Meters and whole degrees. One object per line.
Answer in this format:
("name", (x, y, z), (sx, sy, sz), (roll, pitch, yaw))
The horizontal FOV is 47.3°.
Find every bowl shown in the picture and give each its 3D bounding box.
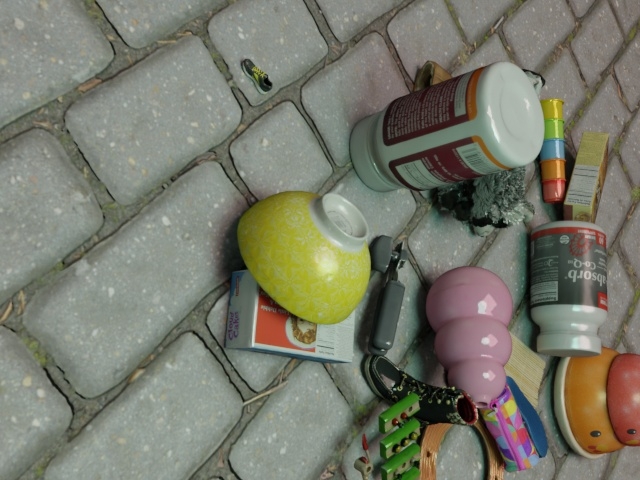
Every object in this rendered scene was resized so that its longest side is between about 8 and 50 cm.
("bowl", (0.000, 0.000, 1.404), (0.289, 0.156, 0.289), (30, 33, -23))

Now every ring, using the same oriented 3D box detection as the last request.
("ring", (0.340, 0.552, 1.783), (0.337, 0.032, 0.336), (9, 76, -41))

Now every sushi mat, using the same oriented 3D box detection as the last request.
("sushi mat", (0.523, 0.333, 2.007), (0.316, 0.019, 0.151), (38, 57, -32))

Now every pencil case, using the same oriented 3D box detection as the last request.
("pencil case", (0.463, 0.466, 1.828), (0.104, 0.104, 0.236), (-41, 109, -40))

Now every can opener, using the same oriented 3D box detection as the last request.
("can opener", (0.137, 0.117, 1.651), (0.095, 0.076, 0.283), (19, 58, -4))

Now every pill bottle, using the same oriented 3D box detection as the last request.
("pill bottle", (0.268, -0.233, 1.621), (0.224, 0.392, 0.224), (10, 76, -42))
("pill bottle", (0.707, 0.141, 2.087), (0.210, 0.210, 0.362), (18, 70, -40))

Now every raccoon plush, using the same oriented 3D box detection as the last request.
("raccoon plush", (0.498, -0.189, 1.850), (0.299, 0.446, 0.216), (-3, 51, -45))

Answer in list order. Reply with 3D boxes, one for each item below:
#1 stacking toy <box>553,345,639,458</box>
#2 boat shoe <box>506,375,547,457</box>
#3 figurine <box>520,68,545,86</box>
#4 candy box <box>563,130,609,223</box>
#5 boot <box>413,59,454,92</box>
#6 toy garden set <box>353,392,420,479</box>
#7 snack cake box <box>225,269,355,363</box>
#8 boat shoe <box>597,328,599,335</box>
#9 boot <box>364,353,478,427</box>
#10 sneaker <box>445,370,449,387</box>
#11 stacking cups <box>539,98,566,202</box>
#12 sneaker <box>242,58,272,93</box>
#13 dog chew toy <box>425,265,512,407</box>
("stacking toy", (0.939, 0.446, 2.057), (0.351, 0.480, 0.350), (11, 74, -41))
("boat shoe", (0.513, 0.463, 1.930), (0.258, 0.089, 0.109), (61, 35, -9))
("figurine", (0.525, -0.331, 2.033), (0.092, 0.215, 0.209), (23, 66, 6))
("candy box", (0.842, -0.170, 2.316), (0.316, 0.088, 0.183), (-65, 151, -31))
("boot", (0.375, -0.408, 1.970), (0.270, 0.089, 0.236), (27, 64, -35))
("toy garden set", (0.148, 0.475, 1.542), (0.204, 0.049, 0.244), (-24, 121, -36))
("snack cake box", (-0.053, 0.155, 1.451), (0.264, 0.089, 0.152), (17, 71, -40))
("boat shoe", (0.831, 0.221, 2.294), (0.060, 0.064, 0.178), (-48, 120, -44))
("boot", (0.222, 0.329, 1.613), (0.236, 0.179, 0.085), (51, 52, -23))
("sneaker", (0.377, 0.306, 1.852), (0.170, 0.051, 0.089), (-14, 87, -35))
("stacking cups", (0.709, -0.274, 2.265), (0.096, 0.096, 0.316), (8, 80, -42))
("sneaker", (-0.127, -0.345, 1.518), (0.083, 0.035, 0.031), (52, 51, -23))
("dog chew toy", (0.355, 0.227, 1.708), (0.207, 0.207, 0.331), (30, 46, -36))
